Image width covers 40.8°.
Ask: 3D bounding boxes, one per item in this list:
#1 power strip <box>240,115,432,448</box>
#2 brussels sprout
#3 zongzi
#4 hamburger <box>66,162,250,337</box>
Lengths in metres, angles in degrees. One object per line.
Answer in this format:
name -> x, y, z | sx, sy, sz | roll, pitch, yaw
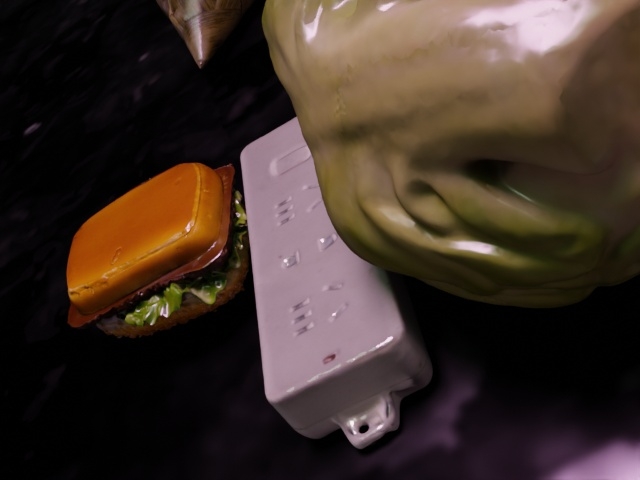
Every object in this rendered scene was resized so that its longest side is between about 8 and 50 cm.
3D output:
power strip -> 0.000, 0.000, 0.629 | 0.098, 0.058, 0.338 | -29, 37, 13
brussels sprout -> 0.117, -0.109, 0.495 | 0.328, 0.247, 0.328 | -29, 32, 20
zongzi -> -0.091, -0.306, 1.005 | 0.205, 0.094, 0.204 | -35, 40, 5
hamburger -> -0.127, 0.019, 0.692 | 0.166, 0.087, 0.137 | -24, 40, 21
